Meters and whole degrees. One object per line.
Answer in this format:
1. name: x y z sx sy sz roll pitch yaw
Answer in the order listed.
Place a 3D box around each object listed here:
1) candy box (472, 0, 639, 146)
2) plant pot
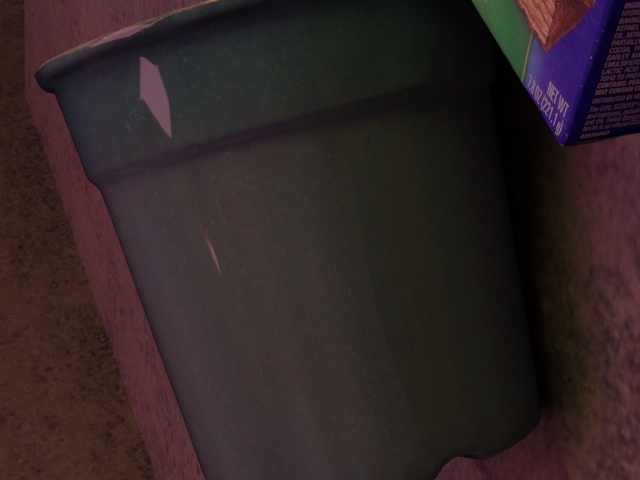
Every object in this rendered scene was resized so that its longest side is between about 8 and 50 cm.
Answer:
1. candy box: 0.151 -0.254 0.665 0.317 0.122 0.268 98 155 -49
2. plant pot: 0.000 0.000 0.941 0.341 0.341 0.334 172 84 -69
